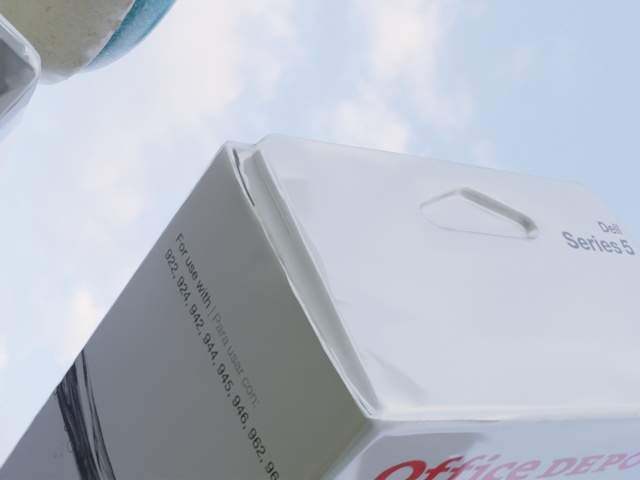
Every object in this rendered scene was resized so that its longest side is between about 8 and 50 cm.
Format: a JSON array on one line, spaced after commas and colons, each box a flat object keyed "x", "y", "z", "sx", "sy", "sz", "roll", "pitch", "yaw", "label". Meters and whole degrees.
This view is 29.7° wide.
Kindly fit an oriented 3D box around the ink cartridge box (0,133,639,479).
[{"x": -0.006, "y": 0.100, "z": 0.479, "sx": 0.273, "sy": 0.198, "sz": 0.115, "roll": -51, "pitch": -128, "yaw": 33, "label": "ink cartridge box"}]

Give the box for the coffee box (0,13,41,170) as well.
[{"x": -0.345, "y": -0.033, "z": 0.429, "sx": 0.334, "sy": 0.338, "sz": 0.338, "roll": 44, "pitch": -13, "yaw": -11, "label": "coffee box"}]

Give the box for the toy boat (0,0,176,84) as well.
[{"x": -0.093, "y": -0.232, "z": 0.624, "sx": 0.318, "sy": 0.148, "sz": 0.267, "roll": -63, "pitch": -146, "yaw": 20, "label": "toy boat"}]
